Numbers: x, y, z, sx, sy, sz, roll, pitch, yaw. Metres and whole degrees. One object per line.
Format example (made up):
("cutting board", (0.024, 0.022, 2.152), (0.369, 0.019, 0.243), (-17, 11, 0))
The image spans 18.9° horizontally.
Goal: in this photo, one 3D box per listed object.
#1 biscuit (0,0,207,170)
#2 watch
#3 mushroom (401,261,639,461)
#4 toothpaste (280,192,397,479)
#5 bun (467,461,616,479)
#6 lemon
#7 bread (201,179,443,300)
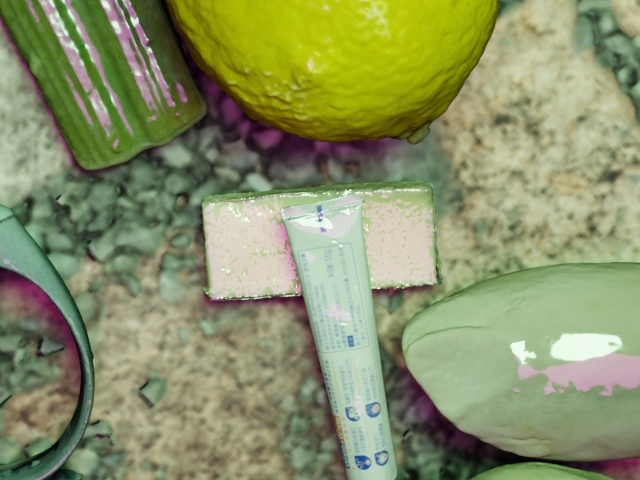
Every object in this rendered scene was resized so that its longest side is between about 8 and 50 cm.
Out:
("biscuit", (-0.171, -0.199, 1.162), (0.099, 0.038, 0.322), (-24, 102, 4))
("watch", (-0.246, 0.082, 1.197), (0.206, 0.068, 0.193), (-13, 101, -4))
("mushroom", (0.224, 0.067, 1.201), (0.350, 0.128, 0.128), (-8, 101, -6))
("toothpaste", (0.019, 0.075, 1.214), (0.052, 0.033, 0.218), (-10, 112, 2))
("bun", (0.135, 0.230, 1.219), (0.231, 0.133, 0.231), (6, 121, 11))
("lemon", (0.006, -0.157, 1.105), (0.192, 0.192, 0.231), (-32, 102, 2))
("bread", (0.000, 0.000, 1.218), (0.153, 0.028, 0.068), (-5, 101, -2))
